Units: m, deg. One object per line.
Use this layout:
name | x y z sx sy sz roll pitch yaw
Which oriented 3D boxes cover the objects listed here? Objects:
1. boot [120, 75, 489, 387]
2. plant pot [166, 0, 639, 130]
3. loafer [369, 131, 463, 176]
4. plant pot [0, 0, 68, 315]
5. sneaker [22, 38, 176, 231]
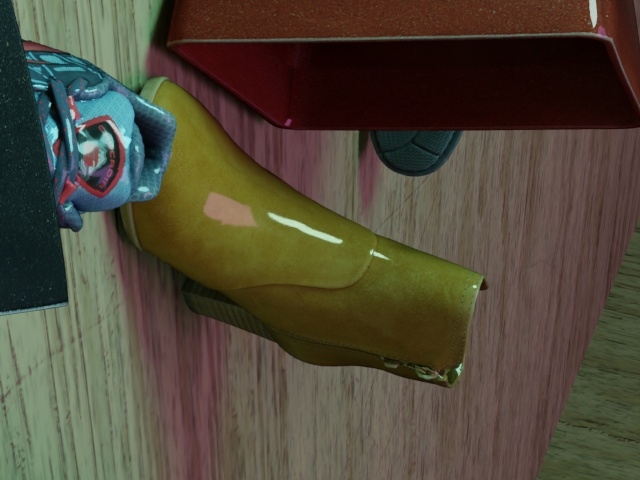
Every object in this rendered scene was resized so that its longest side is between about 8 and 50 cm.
boot | 0.000 0.001 1.226 0.295 0.211 0.104 70 36 -63
plant pot | 0.072 -0.212 1.254 0.267 0.267 0.236 31 61 -73
loafer | 0.092 -0.185 1.614 0.084 0.096 0.267 -63 158 -56
plant pot | -0.198 -0.059 0.590 0.187 0.188 0.167 -3 93 -73
sneaker | -0.140 -0.057 0.854 0.262 0.125 0.104 -10 112 -73
